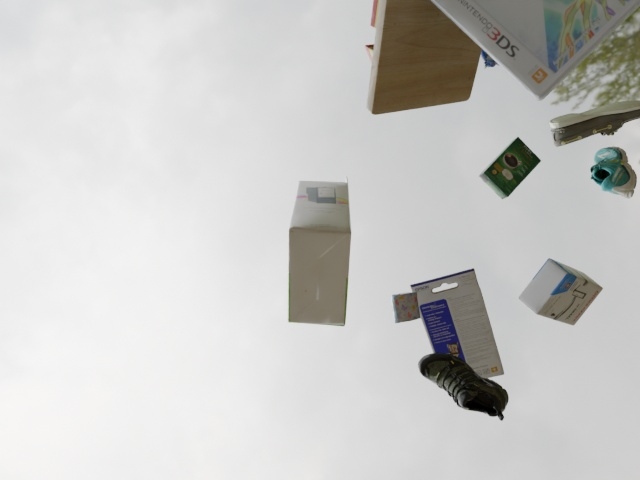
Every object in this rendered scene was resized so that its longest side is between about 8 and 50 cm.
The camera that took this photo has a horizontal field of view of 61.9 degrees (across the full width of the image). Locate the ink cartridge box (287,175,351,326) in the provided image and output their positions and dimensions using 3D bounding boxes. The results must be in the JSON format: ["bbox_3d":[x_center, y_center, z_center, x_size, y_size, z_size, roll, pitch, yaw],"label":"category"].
[{"bbox_3d":[0.000,0.000,1.141,0.119,0.353,0.207,3,-66,1],"label":"ink cartridge box"}]

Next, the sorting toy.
[{"bbox_3d":[0.205,-0.406,1.081,0.256,0.089,0.256,-14,-50,-24],"label":"sorting toy"}]

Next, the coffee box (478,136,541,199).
[{"bbox_3d":[0.606,-0.231,1.703,0.113,0.040,0.184,44,-105,0],"label":"coffee box"}]

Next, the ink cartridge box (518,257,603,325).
[{"bbox_3d":[0.699,0.152,1.547,0.203,0.086,0.148,17,-68,-34],"label":"ink cartridge box"}]

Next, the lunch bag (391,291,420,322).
[{"bbox_3d":[0.201,0.163,1.305,0.083,0.053,0.071,-3,-98,-50],"label":"lunch bag"}]

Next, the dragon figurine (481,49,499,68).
[{"bbox_3d":[0.433,-0.608,1.621,0.085,0.289,0.144,-48,-37,-36],"label":"dragon figurine"}]

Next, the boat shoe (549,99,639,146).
[{"bbox_3d":[0.905,-0.381,1.727,0.109,0.304,0.091,-71,-33,-68],"label":"boat shoe"}]

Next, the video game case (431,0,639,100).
[{"bbox_3d":[0.371,-0.447,0.849,0.300,0.329,0.036,51,-156,16],"label":"video game case"}]

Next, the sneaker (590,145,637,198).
[{"bbox_3d":[0.932,-0.232,1.729,0.109,0.107,0.275,7,-148,8],"label":"sneaker"}]

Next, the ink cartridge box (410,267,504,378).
[{"bbox_3d":[0.383,0.241,1.490,0.069,0.175,0.371,-81,-28,-61],"label":"ink cartridge box"}]

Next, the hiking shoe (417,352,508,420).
[{"bbox_3d":[0.335,0.341,1.265,0.114,0.226,0.086,-12,-57,-69],"label":"hiking shoe"}]
